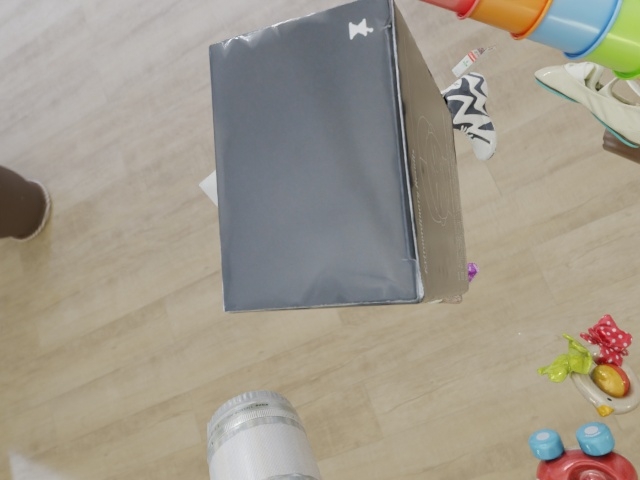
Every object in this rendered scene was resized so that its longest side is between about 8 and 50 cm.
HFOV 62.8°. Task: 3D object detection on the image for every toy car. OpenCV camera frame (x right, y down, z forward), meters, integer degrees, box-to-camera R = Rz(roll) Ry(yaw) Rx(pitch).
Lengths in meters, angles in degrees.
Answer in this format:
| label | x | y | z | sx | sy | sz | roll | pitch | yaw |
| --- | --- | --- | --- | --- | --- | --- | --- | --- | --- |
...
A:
| label | x | y | z | sx | sy | sz | roll | pitch | yaw |
| --- | --- | --- | --- | --- | --- | --- | --- | --- | --- |
| toy car | 0.559 | 0.552 | 1.109 | 0.210 | 0.238 | 0.219 | -22 | 94 | 31 |

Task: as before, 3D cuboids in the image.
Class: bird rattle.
| label | x | y | z | sx | sy | sz | roll | pitch | yaw |
| --- | --- | --- | --- | --- | --- | --- | --- | --- | --- |
| bird rattle | 0.637 | 0.297 | 1.200 | 0.143 | 0.253 | 0.207 | -59 | 45 | 41 |

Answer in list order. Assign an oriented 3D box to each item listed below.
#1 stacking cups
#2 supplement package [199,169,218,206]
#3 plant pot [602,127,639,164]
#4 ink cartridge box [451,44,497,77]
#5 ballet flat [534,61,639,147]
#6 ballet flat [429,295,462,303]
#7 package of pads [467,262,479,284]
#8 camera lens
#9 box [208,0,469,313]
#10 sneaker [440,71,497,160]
| label | x | y | z | sx | sy | sz | roll | pitch | yaw |
| --- | --- | --- | --- | --- | --- | --- | --- | --- | --- |
| stacking cups | 0.233 | -0.227 | 0.509 | 0.315 | 0.096 | 0.096 | 14 | 85 | -7 |
| supplement package | -0.153 | -0.165 | 1.411 | 0.198 | 0.263 | 0.199 | -36 | 103 | 18 |
| plant pot | 0.926 | -0.296 | 1.511 | 0.165 | 0.167 | 0.167 | 36 | 94 | 43 |
| ink cartridge box | 0.409 | -0.484 | 1.389 | 0.029 | 0.062 | 0.115 | 55 | 140 | 7 |
| ballet flat | 0.475 | -0.255 | 0.892 | 0.086 | 0.086 | 0.248 | -42 | 54 | 9 |
| ballet flat | 0.306 | 0.131 | 1.658 | 0.316 | 0.107 | 0.106 | 37 | 63 | -4 |
| package of pads | 0.363 | 0.093 | 1.330 | 0.050 | 0.083 | 0.032 | -6 | 53 | -18 |
| camera lens | -0.116 | 0.482 | 1.087 | 0.219 | 0.219 | 0.274 | -43 | 35 | 9 |
| box | 0.055 | -0.064 | 0.684 | 0.211 | 0.395 | 0.294 | -6 | 83 | 21 |
| sneaker | 0.358 | -0.294 | 1.345 | 0.152 | 0.235 | 0.094 | -23 | 35 | -6 |
